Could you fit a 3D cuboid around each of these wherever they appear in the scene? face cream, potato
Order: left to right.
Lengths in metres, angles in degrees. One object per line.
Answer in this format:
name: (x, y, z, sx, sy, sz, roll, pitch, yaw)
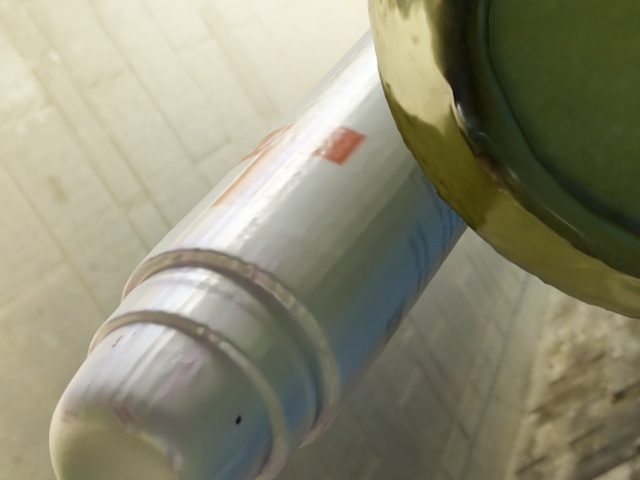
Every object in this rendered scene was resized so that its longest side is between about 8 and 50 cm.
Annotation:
face cream: (0.000, 0.000, 0.709, 0.102, 0.102, 0.345, 55, 41, -12)
potato: (0.121, -0.104, 0.660, 0.330, 0.280, 0.213, 29, -14, -18)
